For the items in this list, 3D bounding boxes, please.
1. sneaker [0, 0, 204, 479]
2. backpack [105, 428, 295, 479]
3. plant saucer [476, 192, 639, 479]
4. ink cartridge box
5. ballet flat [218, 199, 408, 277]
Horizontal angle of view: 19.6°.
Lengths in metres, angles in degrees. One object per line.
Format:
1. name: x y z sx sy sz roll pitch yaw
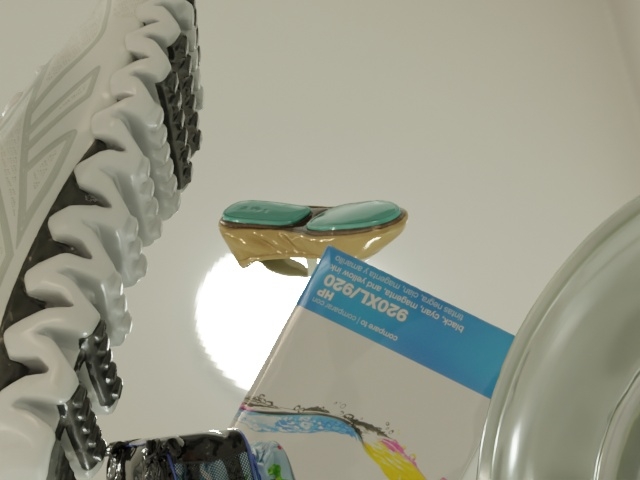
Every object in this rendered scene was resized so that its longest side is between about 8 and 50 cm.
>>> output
1. sneaker: -0.127 -0.021 0.832 0.118 0.110 0.292 10 -125 9
2. backpack: -0.054 0.152 0.924 0.084 0.105 0.114 -5 -96 -21
3. plant saucer: 0.248 0.134 0.903 0.400 0.400 0.100 44 -166 25
4. ink cartridge box: 0.030 0.159 1.352 0.168 0.171 0.233 26 -103 13
5. ballet flat: 0.000 0.000 1.793 0.232 0.073 0.080 4 -153 44
